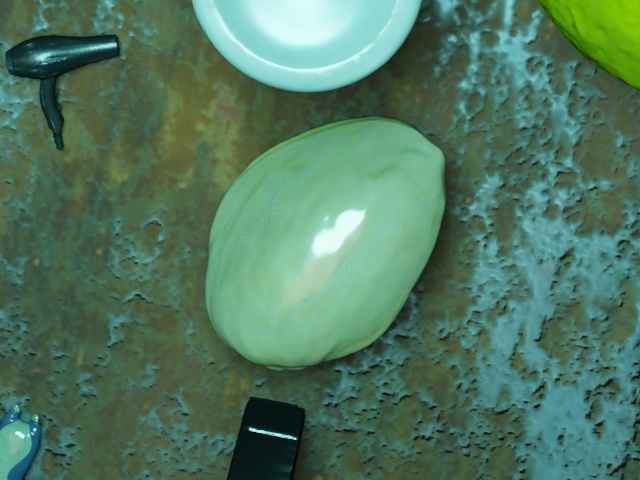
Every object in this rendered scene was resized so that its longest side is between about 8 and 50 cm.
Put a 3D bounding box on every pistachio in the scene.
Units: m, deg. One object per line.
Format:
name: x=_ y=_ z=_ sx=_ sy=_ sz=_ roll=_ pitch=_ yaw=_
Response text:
pistachio: x=0.000 y=0.000 z=1.340 sx=0.145 sy=0.117 sz=0.200 roll=37 pitch=103 yaw=0

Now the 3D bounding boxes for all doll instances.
doll: x=-0.237 y=0.179 z=1.447 sx=0.037 sy=0.027 sz=0.125 roll=24 pitch=104 yaw=6

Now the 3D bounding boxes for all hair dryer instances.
hair dryer: x=-0.176 y=-0.105 z=1.381 sx=0.079 sy=0.031 sz=0.083 roll=-7 pitch=117 yaw=-3

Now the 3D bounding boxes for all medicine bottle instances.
medicine bottle: x=0.001 y=-0.181 z=1.229 sx=0.145 sy=0.252 sz=0.144 roll=1 pitch=107 yaw=4

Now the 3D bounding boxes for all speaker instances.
speaker: x=-0.044 y=0.180 z=1.335 sx=0.044 sy=0.218 sz=0.082 roll=12 pitch=103 yaw=0

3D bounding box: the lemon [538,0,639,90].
lemon: x=0.239 y=-0.223 z=1.194 sx=0.268 sy=0.268 sz=0.321 roll=-20 pitch=98 yaw=9
